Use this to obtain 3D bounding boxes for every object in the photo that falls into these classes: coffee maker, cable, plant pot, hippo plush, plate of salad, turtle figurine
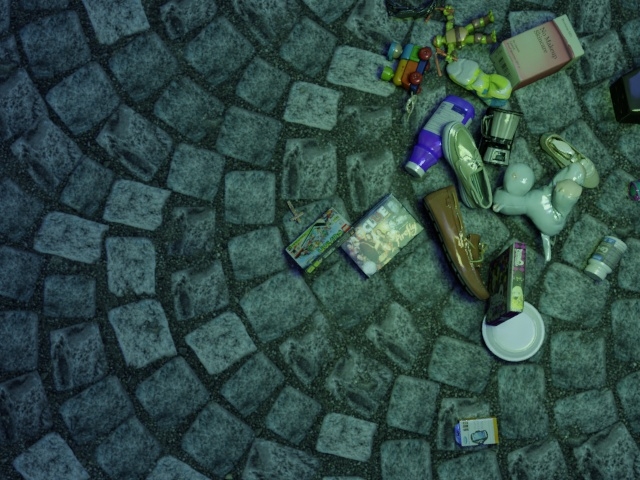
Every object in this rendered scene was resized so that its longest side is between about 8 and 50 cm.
[{"bbox_3d":[0.577,-0.335,1.777,0.120,0.171,0.178,17,107,19],"label":"coffee maker"},{"bbox_3d":[0.310,-0.820,1.840,0.184,0.047,0.151,-6,79,8],"label":"cable"},{"bbox_3d":[1.055,-0.476,1.781,0.167,0.188,0.188,-11,87,11],"label":"plant pot"},{"bbox_3d":[0.682,-0.144,1.758,0.236,0.234,0.294,22,129,17],"label":"hippo plush"},{"bbox_3d":[0.621,0.288,1.775,0.199,0.048,0.200,0,83,1],"label":"plate of salad"},{"bbox_3d":[0.463,-0.662,1.808,0.217,0.087,0.270,-6,68,20],"label":"turtle figurine"}]

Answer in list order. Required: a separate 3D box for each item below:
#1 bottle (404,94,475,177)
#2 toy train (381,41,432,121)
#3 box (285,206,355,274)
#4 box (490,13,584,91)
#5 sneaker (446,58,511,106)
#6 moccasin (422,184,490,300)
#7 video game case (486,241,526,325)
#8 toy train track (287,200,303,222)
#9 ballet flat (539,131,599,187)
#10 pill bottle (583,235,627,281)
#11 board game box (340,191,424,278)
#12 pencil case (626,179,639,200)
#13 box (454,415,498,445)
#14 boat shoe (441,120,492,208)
[{"bbox_3d":[0.381,-0.333,1.781,0.118,0.092,0.283,33,85,30],"label":"bottle"},{"bbox_3d":[0.262,-0.526,1.799,0.143,0.105,0.248,21,86,10],"label":"toy train"},{"bbox_3d":[0.000,0.000,1.759,0.207,0.036,0.114,-43,57,-4],"label":"box"},{"bbox_3d":[0.705,-0.608,1.797,0.232,0.127,0.149,-25,87,-3],"label":"box"},{"bbox_3d":[0.518,-0.507,1.812,0.091,0.126,0.240,-46,58,-5],"label":"sneaker"},{"bbox_3d":[0.459,0.008,1.755,0.147,0.139,0.380,-22,78,6],"label":"moccasin"},{"bbox_3d":[0.563,0.138,1.671,0.041,0.232,0.210,9,72,2],"label":"video game case"},{"bbox_3d":[-0.085,-0.093,1.800,0.048,0.014,0.083,-30,82,4],"label":"toy train track"},{"bbox_3d":[0.827,-0.264,1.801,0.248,0.086,0.086,40,86,1],"label":"ballet flat"},{"bbox_3d":[0.923,0.060,1.783,0.078,0.078,0.137,36,86,1],"label":"pill bottle"},{"bbox_3d":[0.192,-0.016,1.787,0.243,0.042,0.165,-42,88,-4],"label":"board game box"},{"bbox_3d":[1.098,-0.167,1.810,0.151,0.064,0.070,-5,71,-1],"label":"pencil case"},{"bbox_3d":[0.498,0.613,1.763,0.136,0.028,0.081,-4,86,1],"label":"box"},{"bbox_3d":[0.474,-0.237,1.730,0.109,0.094,0.302,-33,114,-16],"label":"boat shoe"}]
